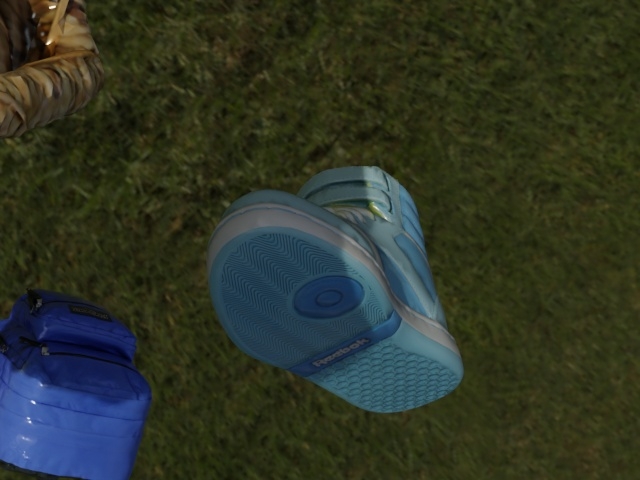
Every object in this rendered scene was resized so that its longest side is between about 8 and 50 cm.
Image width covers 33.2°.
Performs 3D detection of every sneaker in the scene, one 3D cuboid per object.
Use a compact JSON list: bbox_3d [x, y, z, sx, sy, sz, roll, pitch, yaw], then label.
[{"bbox_3d":[0.000,0.000,0.868,0.127,0.208,0.319,-23,145,16],"label":"sneaker"}]

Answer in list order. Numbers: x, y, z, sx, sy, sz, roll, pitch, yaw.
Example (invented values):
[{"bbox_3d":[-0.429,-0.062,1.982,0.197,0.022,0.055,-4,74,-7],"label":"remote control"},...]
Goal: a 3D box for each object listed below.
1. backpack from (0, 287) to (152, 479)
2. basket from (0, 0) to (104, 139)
[{"bbox_3d":[-0.156,0.087,0.637,0.098,0.120,0.101,11,98,-28],"label":"backpack"},{"bbox_3d":[-0.191,-0.147,0.261,0.223,0.213,0.299,-21,98,-16],"label":"basket"}]
